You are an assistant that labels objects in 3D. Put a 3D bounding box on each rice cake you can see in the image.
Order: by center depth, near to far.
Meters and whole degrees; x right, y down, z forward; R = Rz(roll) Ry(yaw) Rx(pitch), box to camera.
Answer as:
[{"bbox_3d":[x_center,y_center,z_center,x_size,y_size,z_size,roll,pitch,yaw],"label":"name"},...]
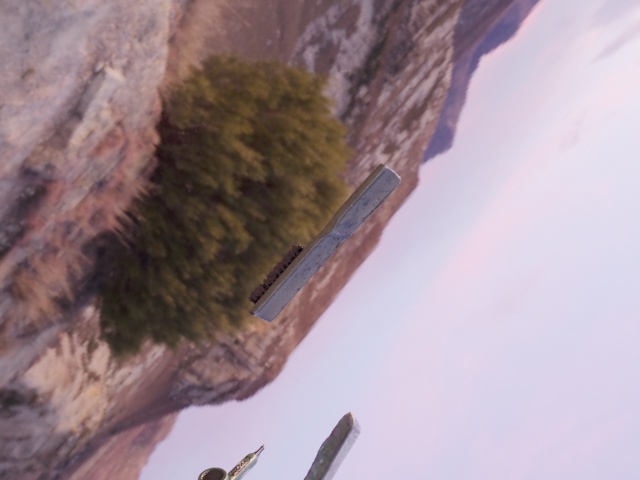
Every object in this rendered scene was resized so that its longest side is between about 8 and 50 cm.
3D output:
[{"bbox_3d":[0.002,0.352,1.231,0.207,0.036,0.047,-59,158,-10],"label":"rice cake"}]

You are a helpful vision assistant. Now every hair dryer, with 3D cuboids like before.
[{"bbox_3d":[-0.131,0.361,1.270,0.047,0.071,0.150,9,-153,29],"label":"hair dryer"}]

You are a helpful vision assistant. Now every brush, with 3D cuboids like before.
[{"bbox_3d":[0.000,0.000,1.017,0.248,0.036,0.043,-48,141,9],"label":"brush"}]
